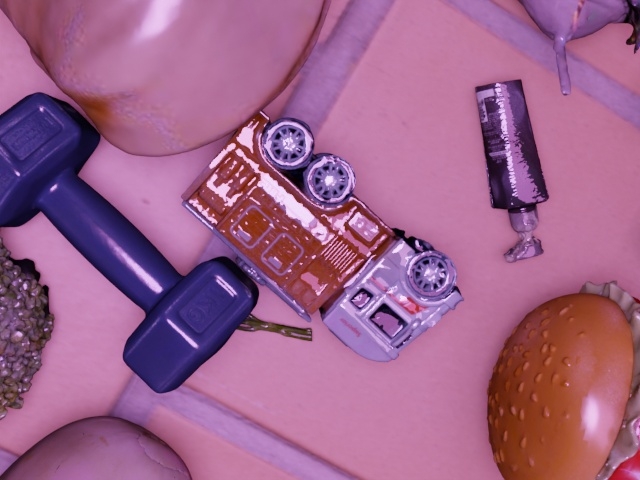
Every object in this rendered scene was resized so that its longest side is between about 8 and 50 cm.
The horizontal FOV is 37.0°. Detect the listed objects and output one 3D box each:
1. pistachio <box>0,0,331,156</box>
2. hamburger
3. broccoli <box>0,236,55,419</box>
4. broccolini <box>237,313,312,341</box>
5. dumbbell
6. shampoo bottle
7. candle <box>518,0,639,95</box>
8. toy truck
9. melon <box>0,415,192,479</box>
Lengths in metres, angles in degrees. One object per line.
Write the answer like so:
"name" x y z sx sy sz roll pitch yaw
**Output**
"pistachio" -0.158 -0.301 0.940 0.365 0.281 0.445 0 81 11
"hamburger" 0.294 0.177 1.024 0.212 0.274 0.274 18 90 -11
"broccoli" -0.412 0.089 0.949 0.273 0.180 0.242 -11 89 -9
"broccolini" -0.073 0.095 1.080 0.140 0.035 0.030 14 94 -11
"dumbbell" -0.215 0.000 0.974 0.316 0.156 0.143 44 92 0
"shampoo bottle" 0.221 -0.080 1.107 0.064 0.057 0.207 -12 94 -9
"candle" 0.286 -0.315 1.042 0.187 0.187 0.330 15 91 -9
"toy truck" 0.000 0.000 1.040 0.305 0.136 0.162 42 93 -6
"melon" -0.255 0.331 0.966 0.223 0.223 0.317 34 85 -9
